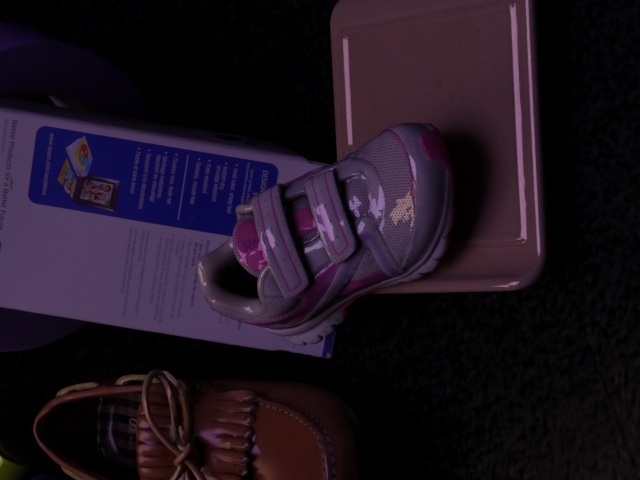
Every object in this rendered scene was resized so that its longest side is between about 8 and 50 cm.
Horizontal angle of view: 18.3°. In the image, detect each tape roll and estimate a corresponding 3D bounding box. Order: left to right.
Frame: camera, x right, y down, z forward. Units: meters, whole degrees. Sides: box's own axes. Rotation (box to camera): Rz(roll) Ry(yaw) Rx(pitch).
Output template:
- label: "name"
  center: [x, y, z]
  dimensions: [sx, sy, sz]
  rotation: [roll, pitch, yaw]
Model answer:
- label: "tape roll"
  center: [-0.270, -0.047, 1.712]
  dimensions: [0.090, 0.275, 0.274]
  rotation: [23, 109, 47]

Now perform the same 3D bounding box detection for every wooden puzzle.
- label: "wooden puzzle"
  center: [0.090, -0.080, 1.465]
  dimensions: [0.221, 0.044, 0.238]
  rotation: [-3, 85, 51]

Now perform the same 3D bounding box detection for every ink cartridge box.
- label: "ink cartridge box"
  center: [-0.140, -0.012, 1.603]
  dimensions: [0.065, 0.333, 0.165]
  rotation: [-78, -1, -78]

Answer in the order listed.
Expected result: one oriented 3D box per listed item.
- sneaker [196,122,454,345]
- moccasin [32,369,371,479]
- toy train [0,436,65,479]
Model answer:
- label: "sneaker"
  center: [0.000, 0.000, 1.444]
  dimensions: [0.252, 0.111, 0.103]
  rotation: [-44, 55, 40]
- label: "moccasin"
  center: [-0.103, 0.167, 1.619]
  dimensions: [0.380, 0.147, 0.139]
  rotation: [12, 101, 50]
- label: "toy train"
  center: [-0.328, 0.252, 1.940]
  dimensions: [0.248, 0.105, 0.143]
  rotation: [40, 111, 42]
